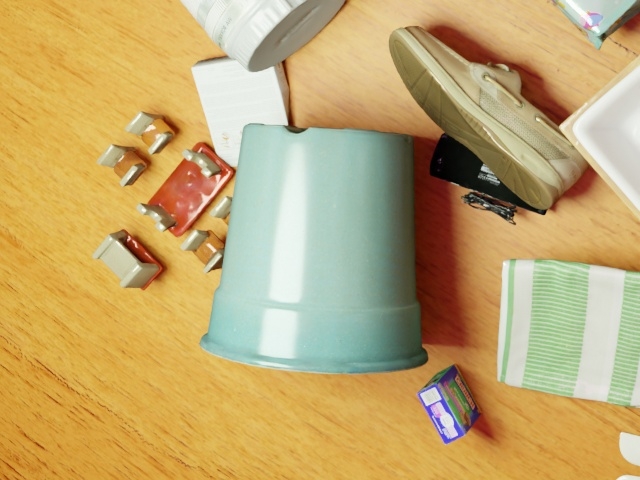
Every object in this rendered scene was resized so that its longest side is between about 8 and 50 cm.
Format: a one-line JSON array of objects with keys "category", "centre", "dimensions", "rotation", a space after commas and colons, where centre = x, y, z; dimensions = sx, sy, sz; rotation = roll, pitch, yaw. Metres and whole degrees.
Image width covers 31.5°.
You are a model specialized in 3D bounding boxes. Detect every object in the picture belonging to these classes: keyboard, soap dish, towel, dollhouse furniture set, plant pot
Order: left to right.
[{"category": "dollhouse furniture set", "centre": [-0.253, -0.045, 1.889], "dimensions": [0.262, 0.135, 0.259], "rotation": [44, 103, 9]}, {"category": "plant pot", "centre": [0.000, 0.000, 1.676], "dimensions": [0.341, 0.341, 0.334], "rotation": [5, 95, 22]}, {"category": "keyboard", "centre": [0.255, -0.088, 1.700], "dimensions": [0.192, 0.038, 0.100], "rotation": [22, 85, 19]}, {"category": "towel", "centre": [0.416, 0.144, 1.624], "dimensions": [0.325, 0.038, 0.247], "rotation": [11, 127, 21]}, {"category": "soap dish", "centre": [0.506, -0.122, 1.529], "dimensions": [0.229, 0.118, 0.291], "rotation": [-43, 83, 25]}]

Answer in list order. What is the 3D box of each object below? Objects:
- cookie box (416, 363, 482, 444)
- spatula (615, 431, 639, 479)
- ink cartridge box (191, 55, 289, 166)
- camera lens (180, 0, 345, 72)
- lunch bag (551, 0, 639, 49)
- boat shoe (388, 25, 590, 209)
[{"category": "cookie box", "centre": [0.200, 0.250, 1.744], "dimensions": [0.040, 0.107, 0.091], "rotation": [-29, 89, 24]}, {"category": "spatula", "centre": [0.551, 0.390, 1.675], "dimensions": [0.242, 0.019, 0.168], "rotation": [12, 100, 20]}, {"category": "ink cartridge box", "centre": [-0.115, -0.213, 1.832], "dimensions": [0.145, 0.045, 0.179], "rotation": [-4, 117, 23]}, {"category": "camera lens", "centre": [-0.117, -0.416, 1.680], "dimensions": [0.219, 0.219, 0.274], "rotation": [-42, 83, 25]}, {"category": "lunch bag", "centre": [0.394, -0.422, 1.497], "dimensions": [0.262, 0.160, 0.223], "rotation": [-42, 80, 13]}, {"category": "boat shoe", "centre": [0.241, -0.197, 1.643], "dimensions": [0.110, 0.121, 0.341], "rotation": [-43, 84, -13]}]
